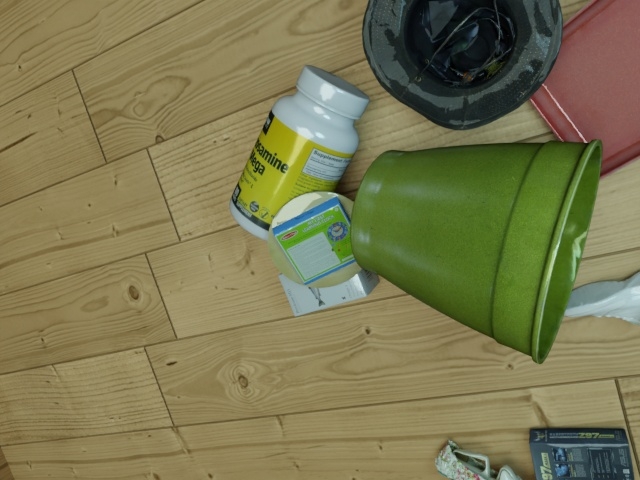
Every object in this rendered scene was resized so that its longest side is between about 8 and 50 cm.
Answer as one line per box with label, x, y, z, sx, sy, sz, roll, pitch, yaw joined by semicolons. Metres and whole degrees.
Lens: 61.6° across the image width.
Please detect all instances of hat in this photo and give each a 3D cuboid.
hat;0.250;-0.368;0.950;0.332;0.134;0.331;8;113;20

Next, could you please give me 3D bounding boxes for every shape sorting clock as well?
shape sorting clock;0.000;0.000;1.056;0.206;0.040;0.206;-2;117;-3

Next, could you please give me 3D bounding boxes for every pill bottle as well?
pill bottle;-0.041;-0.169;1.088;0.188;0.188;0.333;33;113;11

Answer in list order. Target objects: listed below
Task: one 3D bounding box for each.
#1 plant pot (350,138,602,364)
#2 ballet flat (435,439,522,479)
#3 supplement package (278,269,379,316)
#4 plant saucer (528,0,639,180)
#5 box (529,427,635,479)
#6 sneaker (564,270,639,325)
plant pot;0.256;-0.020;0.945;0.353;0.367;0.366;16;110;30
ballet flat;0.360;0.504;1.145;0.241;0.091;0.077;16;96;30
supplement package;0.019;0.083;1.176;0.179;0.105;0.105;-20;96;26
plant saucer;0.493;-0.266;0.886;0.258;0.048;0.259;54;139;1
box;0.542;0.501;1.100;0.184;0.059;0.232;-11;100;24
sneaker;0.557;0.120;0.990;0.212;0.080;0.094;-20;107;24
